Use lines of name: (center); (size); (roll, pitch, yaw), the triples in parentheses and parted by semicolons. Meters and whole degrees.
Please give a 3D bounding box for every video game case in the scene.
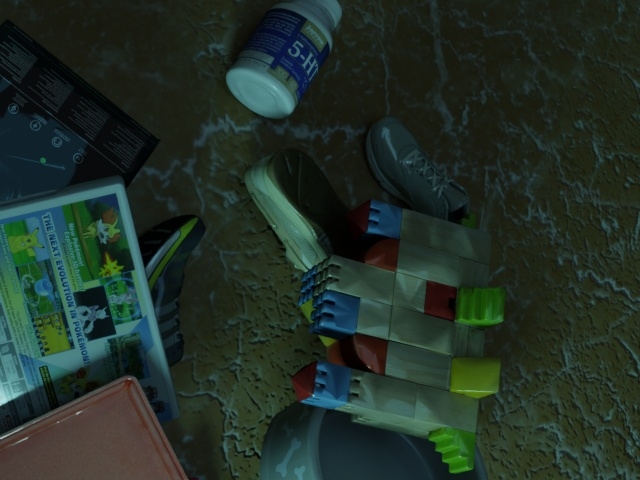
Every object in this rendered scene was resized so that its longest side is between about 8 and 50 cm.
video game case: (-0.347, 0.108, 1.317); (0.300, 0.036, 0.329); (-14, 114, -9)

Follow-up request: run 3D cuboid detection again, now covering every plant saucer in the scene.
plant saucer: (-0.289, 0.323, 1.345); (0.259, 0.048, 0.258); (-26, 101, -5)

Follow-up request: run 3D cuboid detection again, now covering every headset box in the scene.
headset box: (-0.390, -0.083, 1.385); (0.246, 0.131, 0.283); (38, 67, -20)

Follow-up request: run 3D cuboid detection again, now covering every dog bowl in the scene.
dog bowl: (0.090, 0.336, 1.535); (0.348, 0.102, 0.349); (20, 49, -25)

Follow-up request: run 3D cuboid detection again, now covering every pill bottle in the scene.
pill bottle: (-0.047, -0.281, 1.612); (0.112, 0.112, 0.187); (38, 68, -20)

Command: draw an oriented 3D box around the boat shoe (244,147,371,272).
boat shoe: (0.000, 0.000, 1.612); (0.302, 0.098, 0.109); (53, 53, -18)

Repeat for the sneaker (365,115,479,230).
sneaker: (0.173, -0.084, 1.702); (0.099, 0.121, 0.262); (-38, 102, -28)

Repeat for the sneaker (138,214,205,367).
sneaker: (-0.230, 0.102, 1.476); (0.121, 0.111, 0.300); (35, 76, -28)

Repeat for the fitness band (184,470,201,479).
fitness band: (-0.247, 0.410, 1.449); (0.209, 0.054, 0.291); (-8, 87, -27)

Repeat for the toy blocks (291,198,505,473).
toy blocks: (0.089, 0.103, 1.502); (0.261, 0.191, 0.381); (16, 67, -19)
